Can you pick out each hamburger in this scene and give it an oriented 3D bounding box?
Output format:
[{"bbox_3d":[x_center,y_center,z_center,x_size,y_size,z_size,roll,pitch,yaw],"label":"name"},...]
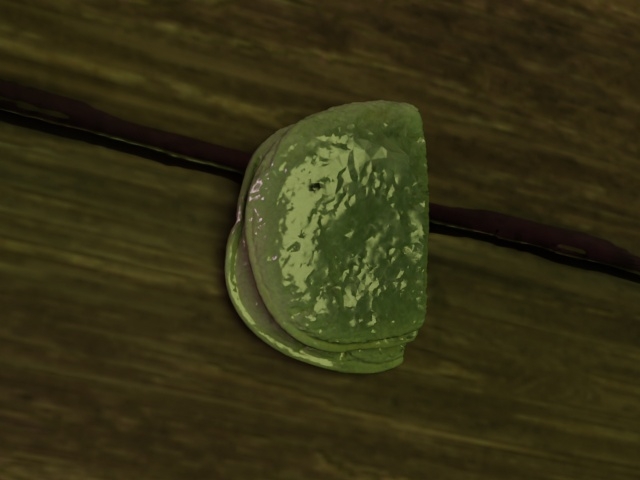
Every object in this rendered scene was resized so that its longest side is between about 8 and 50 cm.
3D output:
[{"bbox_3d":[0.001,0.000,0.644,0.084,0.054,0.121,-2,88,-25],"label":"hamburger"}]
